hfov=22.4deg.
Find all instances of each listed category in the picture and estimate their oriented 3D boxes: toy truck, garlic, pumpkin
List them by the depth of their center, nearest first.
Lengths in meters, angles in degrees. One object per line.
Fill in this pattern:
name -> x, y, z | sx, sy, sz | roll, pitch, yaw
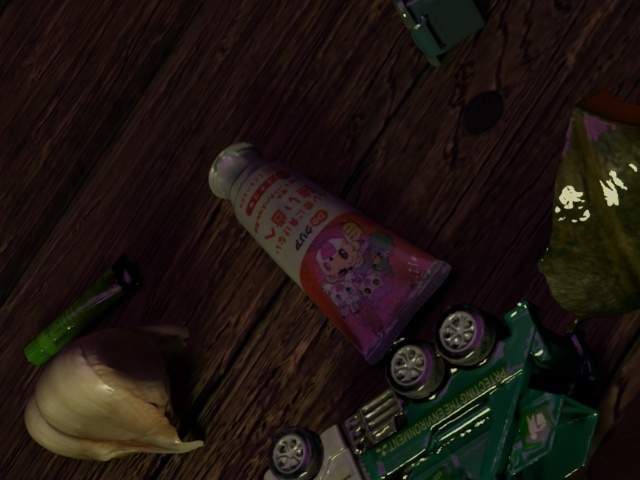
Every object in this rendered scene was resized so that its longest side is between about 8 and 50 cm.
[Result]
pumpkin -> 0.237, -0.038, 0.977 | 0.111, 0.163, 0.278 | 18, 36, 25
toy truck -> 0.076, 0.135, 1.006 | 0.216, 0.110, 0.116 | -36, 56, 20
garlic -> -0.163, 0.122, 1.232 | 0.174, 0.124, 0.099 | -43, 52, 54

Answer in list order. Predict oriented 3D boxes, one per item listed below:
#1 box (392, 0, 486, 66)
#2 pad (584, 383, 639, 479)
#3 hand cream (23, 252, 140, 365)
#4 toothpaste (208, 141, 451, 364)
box -> 0.084, -0.191, 1.235 | 0.054, 0.074, 0.099 | -27, 47, 10
pad -> 0.246, 0.034, 0.849 | 0.284, 0.018, 0.286 | -55, 3, 1
hand cream -> -0.202, 0.061, 1.370 | 0.122, 0.023, 0.036 | -41, 53, 15
toothpaste -> 0.000, 0.000, 1.207 | 0.089, 0.057, 0.234 | -52, 49, 2
